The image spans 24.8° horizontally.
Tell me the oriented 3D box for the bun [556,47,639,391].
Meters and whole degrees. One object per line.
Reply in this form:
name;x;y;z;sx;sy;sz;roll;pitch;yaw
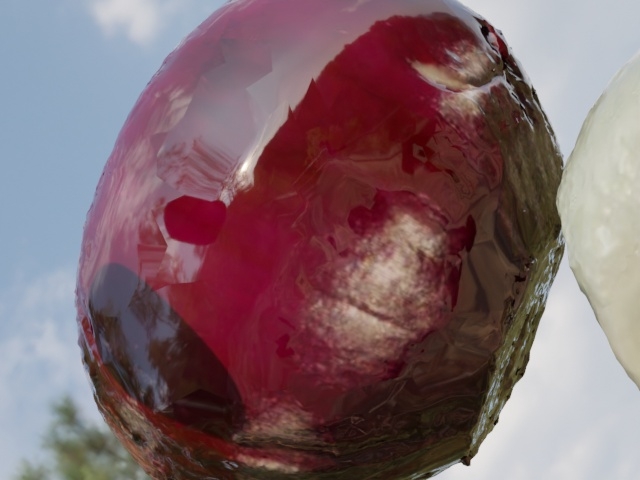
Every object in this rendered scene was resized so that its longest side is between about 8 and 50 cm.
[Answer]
bun;0.252;0.034;0.506;0.354;0.355;0.194;41;-119;-55

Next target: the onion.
onion;0.000;0.000;0.841;0.336;0.282;0.260;-52;-16;-9
